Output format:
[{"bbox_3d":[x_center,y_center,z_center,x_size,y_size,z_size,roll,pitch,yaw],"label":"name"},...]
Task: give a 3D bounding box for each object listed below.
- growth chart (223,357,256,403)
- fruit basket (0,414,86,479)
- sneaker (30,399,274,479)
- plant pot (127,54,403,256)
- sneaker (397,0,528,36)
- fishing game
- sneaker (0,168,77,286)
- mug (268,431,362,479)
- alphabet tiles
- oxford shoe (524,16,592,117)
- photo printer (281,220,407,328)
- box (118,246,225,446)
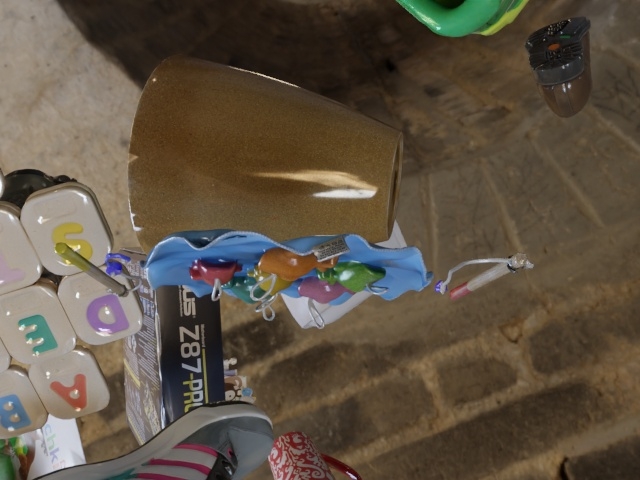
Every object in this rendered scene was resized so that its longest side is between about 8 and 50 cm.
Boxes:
[{"bbox_3d":[-0.224,0.333,1.402,0.171,0.021,0.237,-13,-147,-8],"label":"growth chart"},{"bbox_3d":[-0.359,0.345,0.764,0.165,0.327,0.353,-1,154,-45],"label":"fruit basket"},{"bbox_3d":[-0.102,0.238,0.544,0.178,0.124,0.295,30,-155,31],"label":"sneaker"},{"bbox_3d":[-0.042,-0.072,0.738,0.254,0.237,0.237,8,-150,10],"label":"plant pot"},{"bbox_3d":[0.015,-0.228,0.327,0.109,0.295,0.123,-34,-165,32],"label":"sneaker"},{"bbox_3d":[-0.018,0.029,0.414,0.263,0.041,0.189,2,166,-5],"label":"fishing game"},{"bbox_3d":[-0.315,-0.039,0.735,0.087,0.130,0.227,-8,157,-14],"label":"sneaker"},{"bbox_3d":[-0.016,0.440,1.209,0.113,0.150,0.169,-59,-152,8],"label":"mug"},{"bbox_3d":[-0.298,0.053,0.531,0.284,0.278,0.021,-16,-153,-4],"label":"alphabet tiles"},{"bbox_3d":[0.320,-0.230,0.886,0.082,0.096,0.227,-9,-148,31],"label":"oxford shoe"},{"bbox_3d":[0.000,0.000,1.124,0.107,0.256,0.307,-14,164,-31],"label":"photo printer"},{"bbox_3d":[-0.239,0.169,1.022,0.097,0.319,0.395,-1,180,-24],"label":"box"}]
